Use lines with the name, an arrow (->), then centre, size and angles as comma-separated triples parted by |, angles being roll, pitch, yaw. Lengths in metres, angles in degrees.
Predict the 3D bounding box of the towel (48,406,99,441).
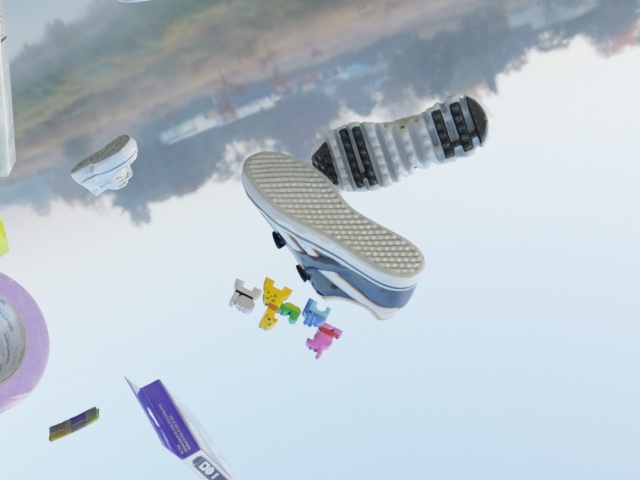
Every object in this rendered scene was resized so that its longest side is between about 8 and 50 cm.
towel -> -0.388, 0.288, 1.395 | 0.083, 0.009, 0.060 | -23, -167, -9

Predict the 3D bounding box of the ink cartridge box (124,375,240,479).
ink cartridge box -> -0.234, 0.331, 1.527 | 0.045, 0.208, 0.206 | -41, -139, -6

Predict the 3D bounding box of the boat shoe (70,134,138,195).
boat shoe -> -0.376, -0.132, 1.615 | 0.226, 0.076, 0.083 | -7, -139, 56

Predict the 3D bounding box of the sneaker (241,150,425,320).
sneaker -> 0.000, 0.000, 1.301 | 0.126, 0.321, 0.127 | -32, 152, -38

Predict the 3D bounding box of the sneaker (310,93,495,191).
sneaker -> 0.127, -0.144, 1.347 | 0.292, 0.110, 0.118 | -11, -175, 24

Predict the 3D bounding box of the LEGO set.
LEGO set -> -0.070, 0.144, 1.640 | 0.093, 0.227, 0.087 | -63, 179, -33

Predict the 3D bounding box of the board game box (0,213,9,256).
board game box -> -0.421, -0.064, 1.012 | 0.092, 0.181, 0.043 | 13, -146, 23

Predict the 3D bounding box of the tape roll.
tape roll -> -0.436, 0.130, 1.083 | 0.080, 0.189, 0.189 | -29, -176, 41

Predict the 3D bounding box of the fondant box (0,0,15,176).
fondant box -> -0.514, -0.245, 1.092 | 0.238, 0.330, 0.096 | -2, -163, -12
